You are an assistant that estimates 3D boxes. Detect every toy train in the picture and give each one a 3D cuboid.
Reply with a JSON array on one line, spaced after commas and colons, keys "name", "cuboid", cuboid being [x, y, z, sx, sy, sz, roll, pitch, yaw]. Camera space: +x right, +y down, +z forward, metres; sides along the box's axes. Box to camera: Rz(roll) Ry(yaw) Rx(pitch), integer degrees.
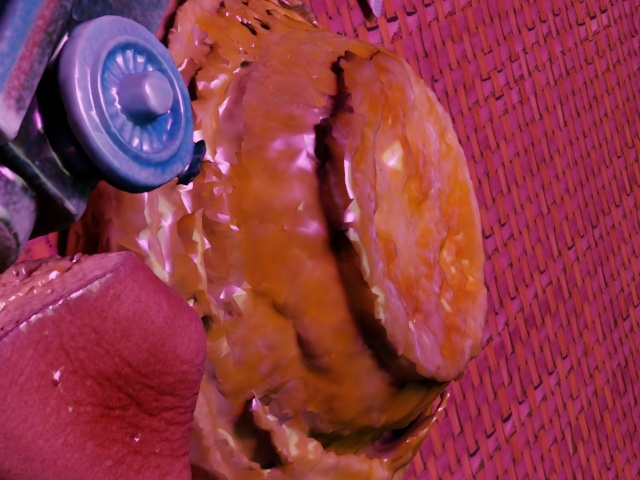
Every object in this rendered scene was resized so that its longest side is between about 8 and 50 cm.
[{"name": "toy train", "cuboid": [-0.122, -0.135, 0.783, 0.194, 0.120, 0.298, 49, 40, -33]}]

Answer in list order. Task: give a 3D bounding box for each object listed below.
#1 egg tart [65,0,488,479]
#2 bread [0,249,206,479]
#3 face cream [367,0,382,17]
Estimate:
[{"name": "egg tart", "cuboid": [0.000, 0.000, 0.951, 0.294, 0.123, 0.294, 28, 58, -58]}, {"name": "bread", "cuboid": [-0.104, 0.061, 0.778, 0.119, 0.067, 0.192, -60, 139, -18]}, {"name": "face cream", "cuboid": [0.011, -0.246, 1.144, 0.224, 0.070, 0.114, 70, 25, -44]}]
